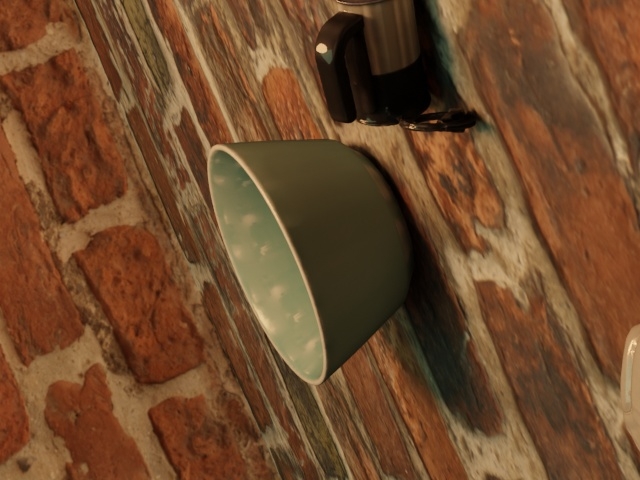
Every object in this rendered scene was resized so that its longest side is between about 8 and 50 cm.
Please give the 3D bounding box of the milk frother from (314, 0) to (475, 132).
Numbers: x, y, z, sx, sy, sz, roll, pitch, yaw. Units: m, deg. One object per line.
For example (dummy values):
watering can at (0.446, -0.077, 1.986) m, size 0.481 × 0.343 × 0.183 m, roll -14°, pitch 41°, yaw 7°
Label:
milk frother at (0.078, -0.173, 1.203) m, size 0.143 × 0.129 × 0.135 m, roll 4°, pitch 127°, yaw 22°

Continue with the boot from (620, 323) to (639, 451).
boot at (0.306, 0.185, 0.987) m, size 0.123 × 0.095 × 0.258 m, roll -156°, pitch 53°, yaw -75°

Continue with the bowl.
bowl at (0.000, 0.000, 1.531) m, size 0.311 × 0.163 × 0.311 m, roll 56°, pitch 161°, yaw 30°
